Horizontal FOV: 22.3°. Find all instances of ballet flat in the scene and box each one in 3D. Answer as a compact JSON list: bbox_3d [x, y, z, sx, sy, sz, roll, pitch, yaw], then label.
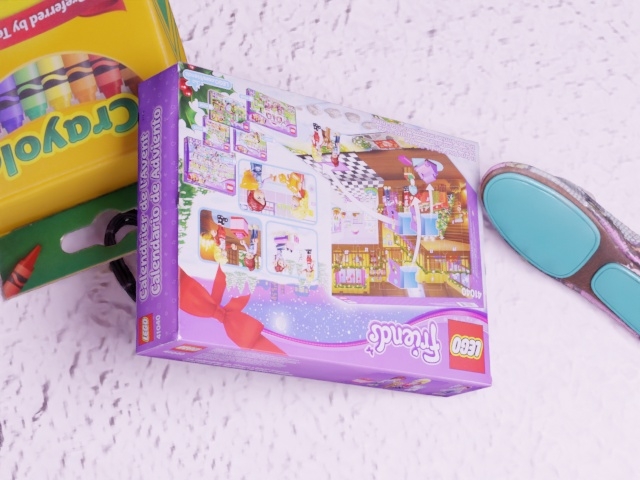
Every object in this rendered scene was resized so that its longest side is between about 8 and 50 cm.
[{"bbox_3d":[0.221,0.005,1.287,0.221,0.077,0.079,37,38,-3],"label":"ballet flat"}]

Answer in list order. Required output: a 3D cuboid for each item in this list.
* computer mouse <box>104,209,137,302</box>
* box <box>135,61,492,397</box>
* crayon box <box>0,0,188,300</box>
[{"bbox_3d":[-0.142,-0.062,1.295,0.071,0.041,0.242,-6,81,9],"label":"computer mouse"},{"bbox_3d":[0.000,0.000,1.197,0.293,0.057,0.201,12,69,-37],"label":"box"},{"bbox_3d":[-0.208,-0.137,1.256,0.202,0.081,0.318,-21,75,9],"label":"crayon box"}]
